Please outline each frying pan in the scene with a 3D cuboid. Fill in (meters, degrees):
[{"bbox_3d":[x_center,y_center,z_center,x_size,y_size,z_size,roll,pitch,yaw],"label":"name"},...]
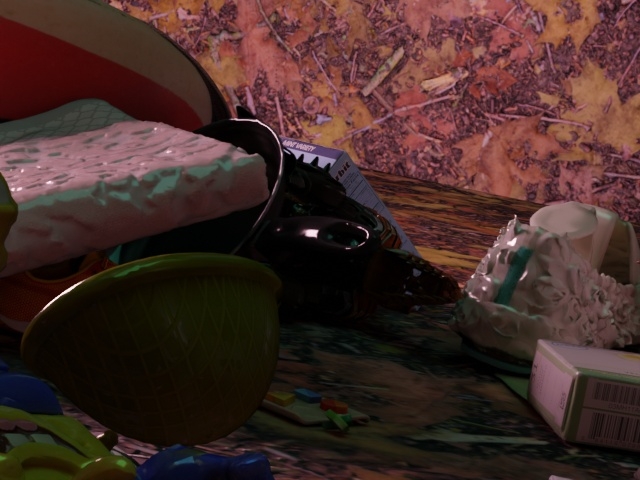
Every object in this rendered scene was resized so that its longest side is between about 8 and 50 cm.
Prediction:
[{"bbox_3d":[-0.053,-0.025,1.449,0.326,0.197,0.053,-12,-47,36],"label":"frying pan"}]

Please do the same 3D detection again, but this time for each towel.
[{"bbox_3d":[-0.246,-0.030,1.365,0.332,0.053,0.317,-17,17,-22],"label":"towel"}]

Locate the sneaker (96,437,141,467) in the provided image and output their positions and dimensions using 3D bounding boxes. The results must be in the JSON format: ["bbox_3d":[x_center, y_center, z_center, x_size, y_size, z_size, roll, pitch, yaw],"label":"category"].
[{"bbox_3d":[-0.125,0.108,0.923,0.109,0.040,0.044,20,-5,42],"label":"sneaker"}]

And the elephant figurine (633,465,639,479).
[{"bbox_3d":[0.338,0.109,1.164,0.169,0.186,0.239,49,39,0],"label":"elephant figurine"}]

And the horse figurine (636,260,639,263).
[{"bbox_3d":[0.333,0.059,1.522,0.066,0.174,0.263,3,-1,-14],"label":"horse figurine"}]

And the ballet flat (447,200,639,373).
[{"bbox_3d":[0.224,0.034,1.647,0.147,0.147,0.409,12,5,18],"label":"ballet flat"}]

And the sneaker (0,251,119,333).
[{"bbox_3d":[-0.143,0.040,1.339,0.175,0.067,0.064,8,5,-26],"label":"sneaker"}]

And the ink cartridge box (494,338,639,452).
[{"bbox_3d":[0.232,0.107,1.374,0.171,0.056,0.235,9,8,-8],"label":"ink cartridge box"}]

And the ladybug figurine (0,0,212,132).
[{"bbox_3d":[-0.308,-0.102,1.639,0.449,0.161,0.305,9,-34,-6],"label":"ladybug figurine"}]

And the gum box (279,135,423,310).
[{"bbox_3d":[0.005,-0.021,1.766,0.157,0.041,0.184,17,-29,47],"label":"gum box"}]

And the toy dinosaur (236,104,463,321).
[{"bbox_3d":[0.000,0.000,1.610,0.218,0.164,0.322,25,-27,-39],"label":"toy dinosaur"}]

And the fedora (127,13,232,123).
[{"bbox_3d":[-0.217,-0.091,1.849,0.275,0.244,0.124,35,30,-17],"label":"fedora"}]

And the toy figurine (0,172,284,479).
[{"bbox_3d":[-0.111,0.113,0.661,0.362,0.191,0.217,13,31,-54],"label":"toy figurine"}]

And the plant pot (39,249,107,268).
[{"bbox_3d":[-0.215,0.012,1.439,0.083,0.081,0.081,-12,17,-30],"label":"plant pot"}]

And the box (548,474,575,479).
[{"bbox_3d":[0.205,0.161,0.918,0.186,0.038,0.145,9,7,-1],"label":"box"}]

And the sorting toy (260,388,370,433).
[{"bbox_3d":[0.001,0.107,1.202,0.062,0.012,0.083,5,8,-41],"label":"sorting toy"}]
